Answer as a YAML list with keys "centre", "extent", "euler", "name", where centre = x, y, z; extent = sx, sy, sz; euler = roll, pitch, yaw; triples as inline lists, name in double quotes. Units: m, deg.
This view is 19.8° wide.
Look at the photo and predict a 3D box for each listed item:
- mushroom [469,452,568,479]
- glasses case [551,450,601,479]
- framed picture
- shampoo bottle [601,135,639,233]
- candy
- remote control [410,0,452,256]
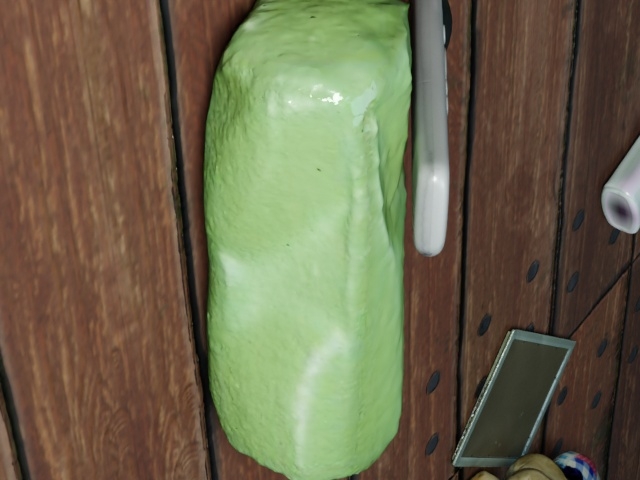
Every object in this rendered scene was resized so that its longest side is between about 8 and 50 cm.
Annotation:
- centre: [0.186, 0.272, 1.760]
  extent: [0.148, 0.112, 0.148]
  euler: [-44, 158, -23]
  name: "mushroom"
- centre: [0.261, 0.348, 2.006]
  extent: [0.125, 0.076, 0.327]
  euler: [-48, 150, -26]
  name: "glasses case"
- centre: [0.187, 0.154, 1.776]
  extent: [0.183, 0.011, 0.142]
  euler: [14, 101, -63]
  name: "framed picture"
- centre: [0.314, -0.064, 1.781]
  extent: [0.099, 0.043, 0.072]
  euler: [-52, 151, -23]
  name: "shampoo bottle"
- centre: [0.000, 0.000, 1.167]
  extent: [0.142, 0.132, 0.343]
  euler: [-33, 141, -34]
  name: "candy"
- centre: [0.073, -0.090, 1.181]
  extent: [0.261, 0.029, 0.067]
  euler: [-87, 179, -53]
  name: "remote control"
